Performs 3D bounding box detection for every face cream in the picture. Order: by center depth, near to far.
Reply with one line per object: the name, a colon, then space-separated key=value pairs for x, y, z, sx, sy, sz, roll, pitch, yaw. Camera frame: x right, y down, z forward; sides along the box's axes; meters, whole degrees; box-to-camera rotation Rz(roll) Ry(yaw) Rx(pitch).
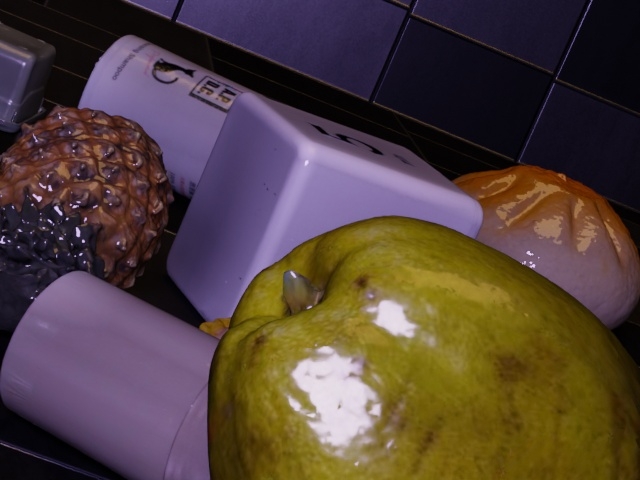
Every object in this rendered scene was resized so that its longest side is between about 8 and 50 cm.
face cream: x=-0.082 y=-0.095 z=2.156 sx=0.370 sy=0.145 sz=0.145 roll=24 pitch=11 yaw=12

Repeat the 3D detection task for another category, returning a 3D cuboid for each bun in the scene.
bun: x=0.280 y=-0.009 z=2.454 sx=0.299 sy=0.164 sz=0.299 roll=22 pitch=9 yaw=-4

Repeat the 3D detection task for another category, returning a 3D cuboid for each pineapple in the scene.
pineapple: x=-0.202 y=0.001 z=1.485 sx=0.158 sy=0.157 sz=0.278 roll=23 pitch=24 yaw=-4

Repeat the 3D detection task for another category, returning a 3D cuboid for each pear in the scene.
pear: x=0.069 y=0.129 z=1.107 sx=0.321 sy=0.269 sz=0.269 roll=48 pitch=-3 yaw=-30

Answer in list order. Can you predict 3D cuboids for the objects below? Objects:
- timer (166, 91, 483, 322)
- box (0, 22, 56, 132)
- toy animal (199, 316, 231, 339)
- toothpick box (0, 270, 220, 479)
timer: x=0.000 y=0.000 z=1.744 sx=0.195 sy=0.192 sz=0.194 roll=18 pitch=12 yaw=-26
box: x=-0.367 y=-0.193 z=2.171 sx=0.124 sy=0.092 sz=0.172 roll=23 pitch=11 yaw=-2
toy animal: x=0.015 y=0.126 z=1.355 sx=0.230 sy=0.156 sz=0.156 roll=16 pitch=9 yaw=16
toothpick box: x=-0.105 y=0.105 z=1.248 sx=0.181 sy=0.111 sz=0.111 roll=26 pitch=11 yaw=20
